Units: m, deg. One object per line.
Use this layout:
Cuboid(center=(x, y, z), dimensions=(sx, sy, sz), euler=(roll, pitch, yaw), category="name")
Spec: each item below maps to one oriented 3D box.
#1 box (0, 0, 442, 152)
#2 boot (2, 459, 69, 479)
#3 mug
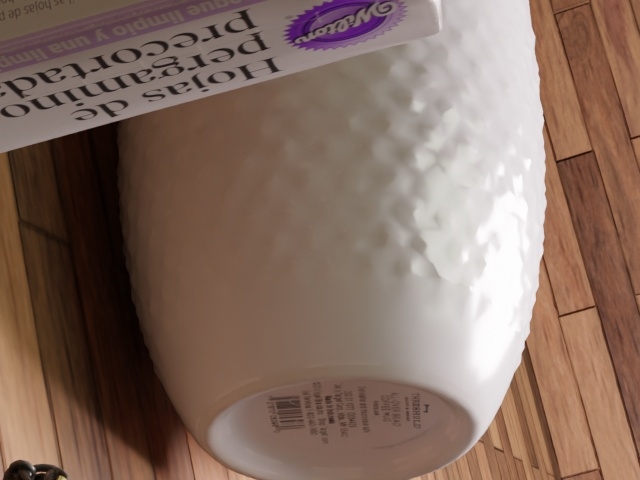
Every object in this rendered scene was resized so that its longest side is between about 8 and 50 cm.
Cuboid(center=(-0.135, -0.045, 0.386), dimensions=(0.063, 0.324, 0.067), euler=(54, 21, -73), category="box")
Cuboid(center=(-0.140, 0.158, 0.654), dimensions=(0.229, 0.091, 0.263), euler=(-88, 161, -66), category="boot")
Cuboid(center=(0.000, 0.000, 1.051), dimensions=(0.374, 0.276, 0.328), euler=(107, -16, -57), category="mug")
